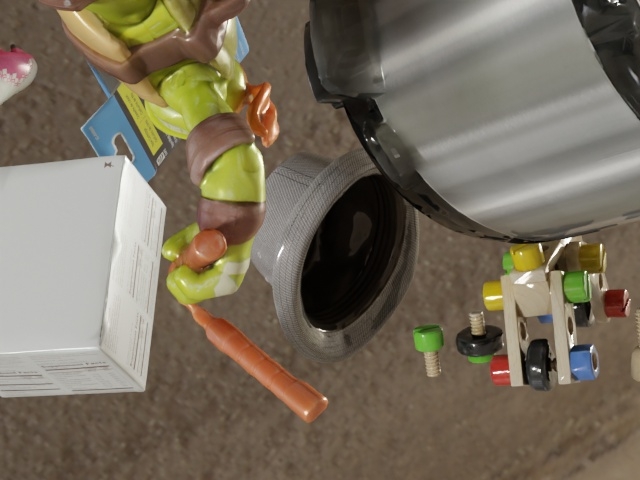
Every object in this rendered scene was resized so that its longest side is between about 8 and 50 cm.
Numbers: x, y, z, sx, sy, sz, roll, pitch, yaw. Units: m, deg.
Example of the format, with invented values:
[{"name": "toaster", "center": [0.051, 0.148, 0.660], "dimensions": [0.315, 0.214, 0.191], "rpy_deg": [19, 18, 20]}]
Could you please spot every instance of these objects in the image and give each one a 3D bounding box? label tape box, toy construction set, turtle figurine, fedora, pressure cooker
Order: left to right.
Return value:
[{"name": "turtle figurine", "center": [-0.065, -0.077, 0.413], "dimensions": [0.087, 0.270, 0.217], "rpy_deg": [-28, 154, 7]}, {"name": "label tape box", "center": [-0.274, -0.267, 1.926], "dimensions": [0.348, 0.115, 0.249], "rpy_deg": [-54, 158, -16]}, {"name": "fedora", "center": [0.000, 0.000, 1.406], "dimensions": [0.244, 0.124, 0.275], "rpy_deg": [-51, 146, -17]}, {"name": "pressure cooker", "center": [0.210, -0.185, 1.021], "dimensions": [0.370, 0.420, 0.376], "rpy_deg": [41, 62, -18]}, {"name": "toy construction set", "center": [0.286, 0.027, 1.348], "dimensions": [0.257, 0.308, 0.237], "rpy_deg": [-21, 109, -36]}]

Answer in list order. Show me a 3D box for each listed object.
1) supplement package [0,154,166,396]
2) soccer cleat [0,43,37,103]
[{"name": "supplement package", "center": [-0.325, 0.047, 1.510], "dimensions": [0.145, 0.204, 0.262], "rpy_deg": [61, 28, -59]}, {"name": "soccer cleat", "center": [-0.498, -0.171, 1.596], "dimensions": [0.331, 0.116, 0.143], "rpy_deg": [-24, 95, -54]}]
